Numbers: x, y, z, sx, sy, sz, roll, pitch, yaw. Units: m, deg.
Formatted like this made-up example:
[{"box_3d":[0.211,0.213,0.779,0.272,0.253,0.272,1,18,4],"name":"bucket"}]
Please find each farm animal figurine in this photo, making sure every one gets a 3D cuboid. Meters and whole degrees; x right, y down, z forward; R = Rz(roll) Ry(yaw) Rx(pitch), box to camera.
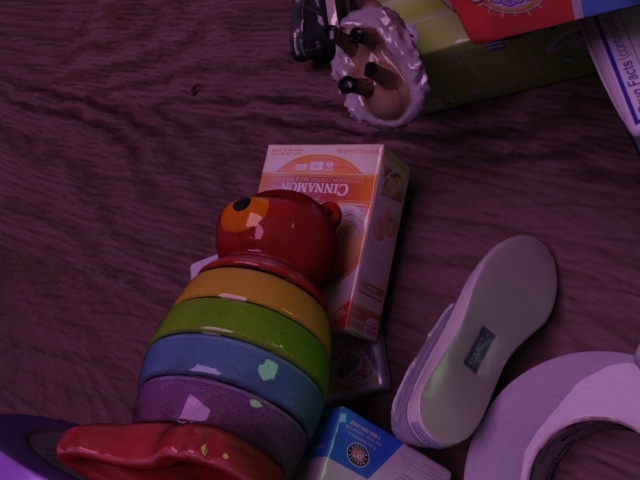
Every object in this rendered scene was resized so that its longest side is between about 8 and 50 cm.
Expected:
[{"box_3d":[0.109,-0.302,0.703,0.330,0.172,0.327,-32,76,25],"name":"farm animal figurine"}]

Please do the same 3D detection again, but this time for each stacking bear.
[{"box_3d":[-0.063,0.078,0.690,0.175,0.164,0.289,-9,48,34],"name":"stacking bear"}]

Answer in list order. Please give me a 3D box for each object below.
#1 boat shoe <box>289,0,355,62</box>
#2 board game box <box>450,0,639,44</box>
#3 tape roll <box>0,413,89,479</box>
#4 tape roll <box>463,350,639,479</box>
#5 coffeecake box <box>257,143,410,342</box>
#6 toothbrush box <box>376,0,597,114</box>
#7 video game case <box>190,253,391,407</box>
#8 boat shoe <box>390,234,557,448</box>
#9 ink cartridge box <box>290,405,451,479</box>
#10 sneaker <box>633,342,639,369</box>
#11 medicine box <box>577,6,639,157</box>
[{"box_3d":[-0.008,-0.323,0.982,0.079,0.084,0.233,-14,69,28],"name":"boat shoe"},{"box_3d":[0.243,-0.259,0.502,0.242,0.064,0.316,-2,44,47],"name":"board game box"},{"box_3d":[-0.203,0.255,0.774,0.274,0.275,0.090,16,83,36],"name":"tape roll"},{"box_3d":[0.228,0.201,0.645,0.219,0.072,0.219,-12,67,30],"name":"tape roll"},{"box_3d":[0.000,0.000,0.834,0.142,0.068,0.186,4,76,33],"name":"coffeecake box"},{"box_3d":[0.199,-0.267,0.806,0.283,0.122,0.206,-8,69,29],"name":"toothbrush box"},{"box_3d":[-0.042,0.087,0.888,0.227,0.026,0.206,-21,63,25],"name":"video game case"},{"box_3d":[0.130,0.085,0.722,0.227,0.079,0.081,-51,9,-30],"name":"boat shoe"},{"box_3d":[0.011,0.271,0.669,0.078,0.134,0.231,-25,37,52],"name":"ink cartridge box"},{"box_3d":[0.402,0.084,0.515,0.322,0.130,0.236,-27,57,2],"name":"sneaker"},{"box_3d":[0.357,-0.134,0.566,0.289,0.263,0.149,-22,61,24],"name":"medicine box"}]
